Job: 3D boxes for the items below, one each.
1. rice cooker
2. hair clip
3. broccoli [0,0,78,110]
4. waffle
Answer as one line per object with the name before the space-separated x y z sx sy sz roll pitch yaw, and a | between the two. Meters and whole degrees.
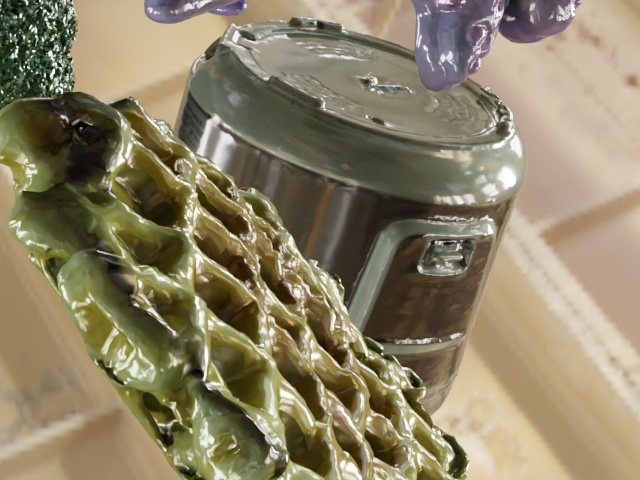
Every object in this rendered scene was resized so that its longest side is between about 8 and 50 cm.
rice cooker | 0.000 0.000 1.727 0.335 0.325 0.335 16 -158 -7
hair clip | 0.026 -0.128 0.799 0.278 0.137 0.090 -7 -168 -16
broccoli | -0.365 -0.214 1.796 0.275 0.308 0.308 -28 -133 16
waffle | -0.027 0.058 0.906 0.073 0.317 0.297 -40 -109 11
